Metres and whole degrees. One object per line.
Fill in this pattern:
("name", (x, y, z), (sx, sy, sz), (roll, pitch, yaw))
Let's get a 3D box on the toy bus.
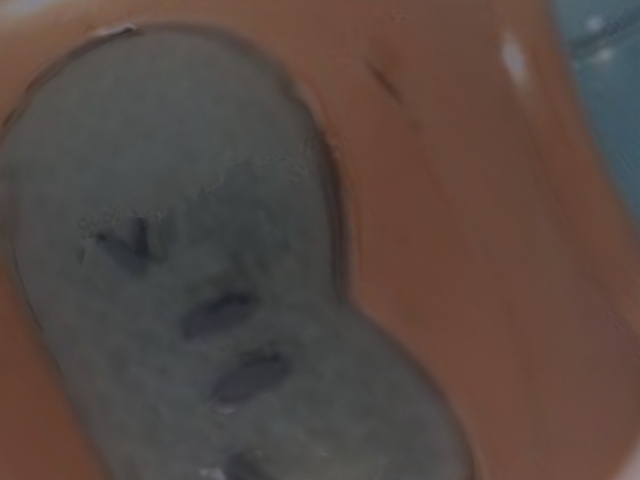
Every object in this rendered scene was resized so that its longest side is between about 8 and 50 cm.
("toy bus", (0.000, 0.000, 0.448), (0.232, 0.287, 0.194), (-20, -82, 24))
